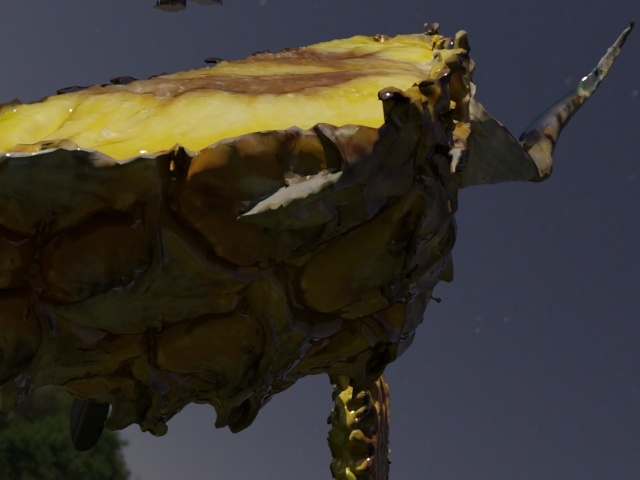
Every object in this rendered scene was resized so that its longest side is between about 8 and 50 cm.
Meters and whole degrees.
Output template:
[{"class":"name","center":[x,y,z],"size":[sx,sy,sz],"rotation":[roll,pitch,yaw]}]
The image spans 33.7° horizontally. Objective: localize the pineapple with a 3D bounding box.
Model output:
[{"class":"pineapple","center":[0.004,0.000,0.428],"size":[0.158,0.334,0.161],"rotation":[-1,-77,34]}]

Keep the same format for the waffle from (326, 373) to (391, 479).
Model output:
[{"class":"waffle","center":[0.046,0.249,1.225],"size":[0.059,0.243,0.238],"rotation":[1,-2,10]}]

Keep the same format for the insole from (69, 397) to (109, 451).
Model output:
[{"class":"insole","center":[-0.254,0.159,1.170],"size":[0.053,0.152,0.002],"rotation":[-16,-31,19]}]

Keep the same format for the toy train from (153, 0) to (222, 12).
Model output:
[{"class":"toy train","center":[-0.186,-0.364,1.144],"size":[0.134,0.177,0.261],"rotation":[1,-5,36]}]
